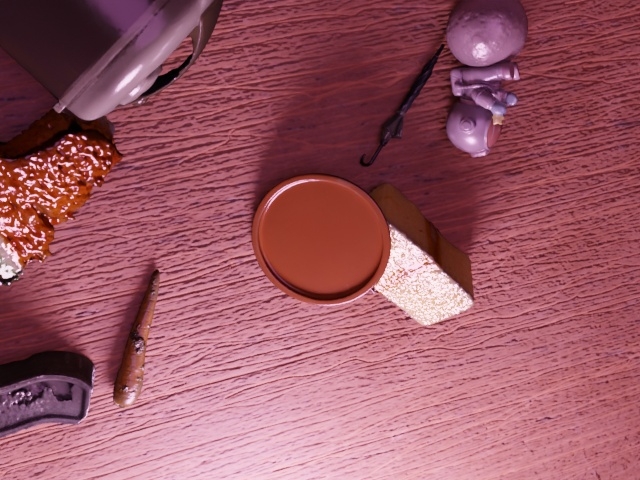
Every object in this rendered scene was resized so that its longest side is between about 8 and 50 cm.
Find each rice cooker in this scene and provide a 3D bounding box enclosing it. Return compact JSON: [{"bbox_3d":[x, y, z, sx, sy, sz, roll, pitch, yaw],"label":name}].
[{"bbox_3d":[-0.307,-0.359,1.042,0.325,0.335,0.335,44,86,-19],"label":"rice cooker"}]

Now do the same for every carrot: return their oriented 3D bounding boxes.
[{"bbox_3d":[-0.316,0.173,1.292,0.049,0.049,0.254,13,92,-19],"label":"carrot"}]

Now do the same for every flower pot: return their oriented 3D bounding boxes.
[{"bbox_3d":[-0.490,0.253,1.218,0.229,0.108,0.103,-5,103,-15],"label":"flower pot"}]

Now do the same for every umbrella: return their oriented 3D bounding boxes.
[{"bbox_3d":[0.161,-0.242,1.351,0.269,0.044,0.044,-55,140,0],"label":"umbrella"}]

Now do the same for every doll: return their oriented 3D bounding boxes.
[{"bbox_3d":[0.288,-0.293,1.333,0.151,0.151,0.287,-1,107,-17],"label":"doll"}]

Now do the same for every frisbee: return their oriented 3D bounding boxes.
[{"bbox_3d":[0.000,0.000,1.304,0.251,0.021,0.250,4,111,10],"label":"frisbee"}]

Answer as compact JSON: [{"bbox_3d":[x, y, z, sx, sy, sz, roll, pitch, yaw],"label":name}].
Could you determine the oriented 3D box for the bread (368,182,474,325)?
[{"bbox_3d":[0.171,0.030,1.376,0.266,0.142,0.178,38,73,-21],"label":"bread"}]

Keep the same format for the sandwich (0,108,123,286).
[{"bbox_3d":[-0.451,-0.105,1.142,0.301,0.162,0.250,-35,140,-24],"label":"sandwich"}]
